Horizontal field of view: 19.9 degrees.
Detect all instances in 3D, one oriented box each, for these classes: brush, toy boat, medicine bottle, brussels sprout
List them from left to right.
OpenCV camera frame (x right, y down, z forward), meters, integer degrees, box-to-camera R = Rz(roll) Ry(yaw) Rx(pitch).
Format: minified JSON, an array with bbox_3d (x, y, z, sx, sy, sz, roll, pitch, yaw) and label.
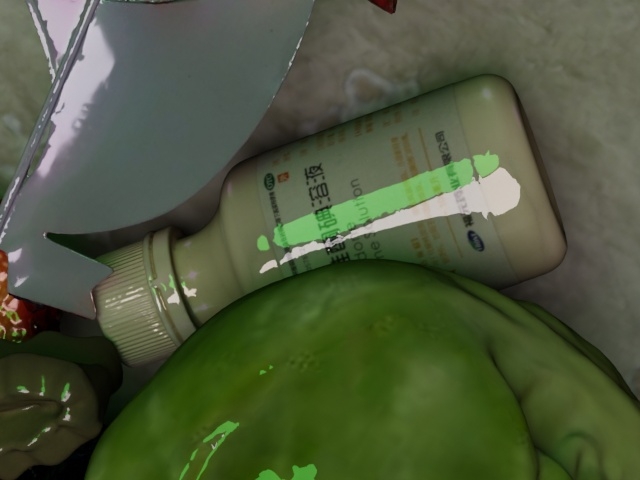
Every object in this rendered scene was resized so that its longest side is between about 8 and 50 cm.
[{"bbox_3d":[-0.252,0.105,0.972,0.301,0.084,0.071,-11,102,11],"label":"brush"},{"bbox_3d":[-0.069,-0.107,0.918,0.219,0.072,0.318,7,98,17],"label":"toy boat"},{"bbox_3d":[0.000,0.000,0.988,0.252,0.114,0.114,-19,103,10],"label":"medicine bottle"},{"bbox_3d":[0.033,0.171,0.881,0.328,0.247,0.328,0,103,-1],"label":"brussels sprout"}]

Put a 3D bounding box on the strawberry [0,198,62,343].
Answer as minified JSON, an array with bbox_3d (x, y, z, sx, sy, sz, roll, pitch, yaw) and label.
[{"bbox_3d":[-0.216,0.037,1.029,0.145,0.086,0.145,1,106,3],"label":"strawberry"}]

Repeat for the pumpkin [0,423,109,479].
[{"bbox_3d":[-0.139,0.190,1.039,0.202,0.140,0.202,3,120,5],"label":"pumpkin"}]
